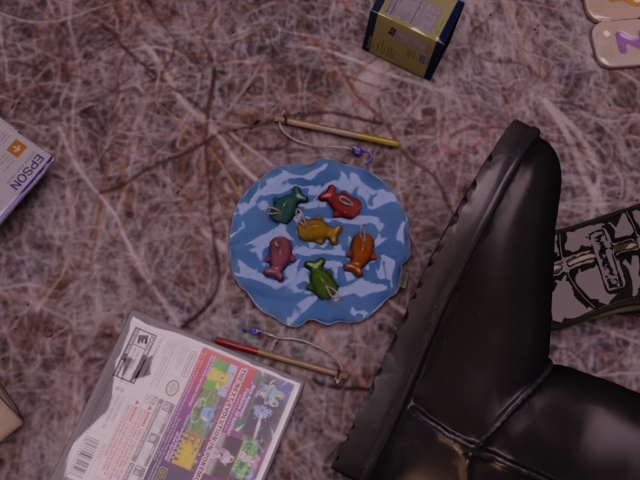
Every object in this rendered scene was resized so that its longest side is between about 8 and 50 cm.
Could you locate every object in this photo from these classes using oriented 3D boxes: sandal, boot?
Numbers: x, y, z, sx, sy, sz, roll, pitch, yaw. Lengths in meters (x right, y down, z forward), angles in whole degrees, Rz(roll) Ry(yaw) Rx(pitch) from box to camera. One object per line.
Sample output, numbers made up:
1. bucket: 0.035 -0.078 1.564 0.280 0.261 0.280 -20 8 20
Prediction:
1. sandal: 0.302 0.025 0.989 0.302 0.086 0.120 -8 78 9
2. boot: 0.283 0.147 0.874 0.445 0.146 0.367 26 101 8

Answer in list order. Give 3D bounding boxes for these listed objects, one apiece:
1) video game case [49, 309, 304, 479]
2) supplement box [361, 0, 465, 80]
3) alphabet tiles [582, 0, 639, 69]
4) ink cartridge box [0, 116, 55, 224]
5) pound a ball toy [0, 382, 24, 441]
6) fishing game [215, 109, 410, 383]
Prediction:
1. video game case: -0.136 0.190 0.936 0.183 0.023 0.201 22 71 4
2. supplement box: 0.096 -0.225 1.050 0.083 0.083 0.056 26 72 4
3. alphabet tiles: 0.431 -0.283 1.122 0.278 0.021 0.284 -5 72 -5
4. ink cartridge box: -0.413 -0.055 0.985 0.224 0.045 0.223 36 74 7
5. pound a ball toy: -0.400 0.229 0.831 0.319 0.136 0.208 -40 43 -14
6. fishing game: 0.000 0.000 0.997 0.189 0.041 0.264 16 72 4
